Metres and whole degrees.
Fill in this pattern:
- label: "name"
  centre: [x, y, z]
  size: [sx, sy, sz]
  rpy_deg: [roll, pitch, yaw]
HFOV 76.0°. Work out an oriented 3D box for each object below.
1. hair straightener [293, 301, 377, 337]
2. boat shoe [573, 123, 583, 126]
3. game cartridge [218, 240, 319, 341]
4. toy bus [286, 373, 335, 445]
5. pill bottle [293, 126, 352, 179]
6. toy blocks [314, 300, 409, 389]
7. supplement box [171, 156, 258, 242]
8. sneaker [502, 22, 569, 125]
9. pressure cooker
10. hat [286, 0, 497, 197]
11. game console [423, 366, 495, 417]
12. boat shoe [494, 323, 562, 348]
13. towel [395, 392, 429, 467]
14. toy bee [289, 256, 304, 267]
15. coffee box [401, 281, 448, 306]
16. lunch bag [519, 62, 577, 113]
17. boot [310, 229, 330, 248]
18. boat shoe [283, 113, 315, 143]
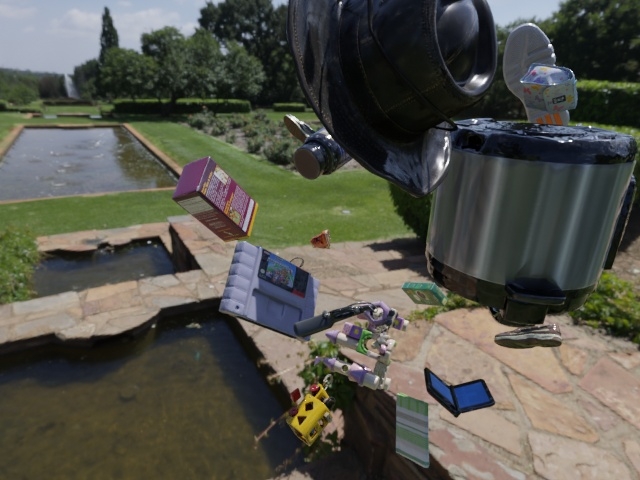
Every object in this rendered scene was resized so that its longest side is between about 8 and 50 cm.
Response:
- label: "hair straightener"
  centre: [0.036, 0.205, 1.068]
  size: [0.230, 0.047, 0.089]
  rpy_deg: [-16, -19, 12]
- label: "boat shoe"
  centre: [0.678, -0.321, 1.308]
  size: [0.102, 0.093, 0.285]
  rpy_deg: [-21, 5, -34]
- label: "game cartridge"
  centre: [-0.144, 0.169, 1.313]
  size: [0.068, 0.230, 0.355]
  rpy_deg: [-8, -29, 42]
- label: "toy bus"
  centre: [-0.010, 0.563, 1.342]
  size: [0.190, 0.202, 0.104]
  rpy_deg: [9, 2, -43]
- label: "pill bottle"
  centre: [0.027, -0.260, 1.164]
  size: [0.122, 0.123, 0.219]
  rpy_deg: [16, 41, 34]
- label: "toy blocks"
  centre: [0.130, 0.347, 1.431]
  size: [0.259, 0.289, 0.309]
  rpy_deg: [16, -10, 25]
- label: "supplement box"
  centre: [-0.240, -0.090, 0.960]
  size: [0.080, 0.188, 0.104]
  rpy_deg: [-11, 53, 28]
- label: "sneaker"
  centre: [0.598, -0.458, 1.139]
  size: [0.124, 0.321, 0.180]
  rpy_deg: [-11, 36, 37]
- label: "pressure cooker"
  centre: [0.419, -0.037, 0.894]
  size: [0.369, 0.421, 0.375]
  rpy_deg: [-13, 25, -36]
- label: "hat"
  centre: [0.115, -0.224, 0.461]
  size: [0.133, 0.332, 0.331]
  rpy_deg: [-21, 0, 44]
- label: "game console"
  centre: [0.314, 0.334, 0.947]
  size: [0.124, 0.085, 0.144]
  rpy_deg: [41, 9, 7]
- label: "boat shoe"
  centre: [0.841, 0.382, 1.669]
  size: [0.257, 0.095, 0.095]
  rpy_deg: [-13, 49, 42]
- label: "towel"
  centre: [0.236, 0.478, 1.044]
  size: [0.023, 0.152, 0.113]
  rpy_deg: [6, -7, -32]
- label: "toy bee"
  centre: [-0.166, 0.170, 1.600]
  size: [0.195, 0.298, 0.162]
  rpy_deg: [38, 4, -42]
- label: "coffee box"
  centre: [0.447, 0.230, 1.763]
  size: [0.040, 0.113, 0.184]
  rpy_deg: [-51, 18, -23]
- label: "lunch bag"
  centre: [0.397, -0.260, 0.708]
  size: [0.083, 0.053, 0.071]
  rpy_deg: [33, -4, 41]
- label: "boot"
  centre: [0.000, 0.000, 1.701]
  size: [0.084, 0.059, 0.158]
  rpy_deg: [1, -20, -2]
- label: "boat shoe"
  centre: [-0.053, -0.350, 1.317]
  size: [0.049, 0.152, 0.056]
  rpy_deg: [-47, 4, -28]
